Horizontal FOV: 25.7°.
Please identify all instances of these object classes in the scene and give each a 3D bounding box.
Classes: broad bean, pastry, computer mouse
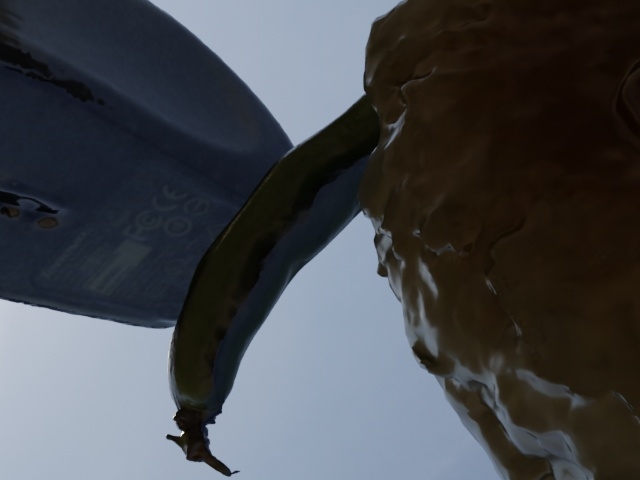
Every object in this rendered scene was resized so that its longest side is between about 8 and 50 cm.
[{"bbox_3d":[-0.005,-0.003,0.632,0.227,0.069,0.039,-55,-166,-11],"label":"broad bean"},{"bbox_3d":[0.161,-0.026,0.439,0.329,0.136,0.329,-15,-134,15],"label":"pastry"},{"bbox_3d":[-0.173,-0.059,0.781,0.203,0.374,0.114,-41,-135,29],"label":"computer mouse"}]
